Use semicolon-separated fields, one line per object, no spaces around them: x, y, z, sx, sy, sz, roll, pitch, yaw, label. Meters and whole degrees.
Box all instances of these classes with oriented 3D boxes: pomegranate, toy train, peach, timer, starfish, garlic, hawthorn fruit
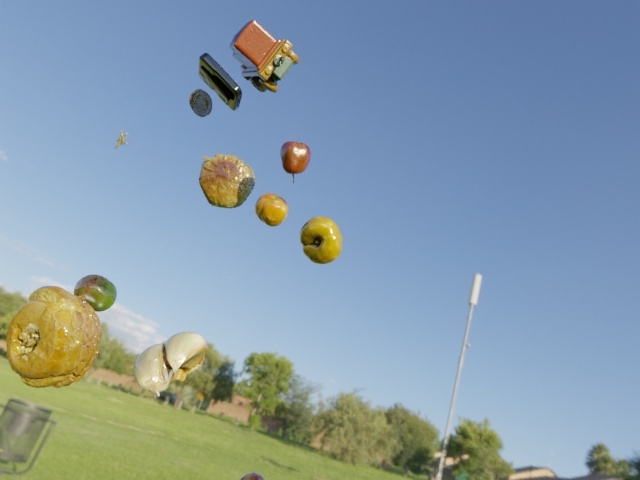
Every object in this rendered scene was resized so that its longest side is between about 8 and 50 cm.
-1.017;0.264;2.172;0.182;0.224;0.181;23;-10;4;pomegranate
-0.219;-0.673;1.781;0.232;0.163;0.369;39;0;-27;toy train
0.000;0.000;1.784;0.179;0.179;0.103;-2;10;40;peach
-0.357;-0.552;1.716;0.187;0.055;0.144;46;-19;-3;timer
-0.780;-0.387;1.906;0.016;0.092;0.086;31;16;-49;starfish
-0.631;0.517;2.065;0.287;0.249;0.313;-8;-13;10;garlic
-0.127;-0.377;2.363;0.163;0.203;0.162;8;9;-1;hawthorn fruit
-0.196;-0.121;1.987;0.138;0.138;0.138;16;-24;7;peach

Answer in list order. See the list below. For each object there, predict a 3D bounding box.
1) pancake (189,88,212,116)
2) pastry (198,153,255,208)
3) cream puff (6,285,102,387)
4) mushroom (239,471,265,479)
-0.492;-0.567;2.014;0.011;0.114;0.115;7;-25;46;pancake
-0.516;-0.334;2.701;0.330;0.329;0.136;17;-9;6;pastry
-0.903;0.334;1.688;0.327;0.342;0.231;-17;-19;22;cream puff
-0.188;0.753;1.438;0.080;0.135;0.170;-13;-12;10;mushroom
